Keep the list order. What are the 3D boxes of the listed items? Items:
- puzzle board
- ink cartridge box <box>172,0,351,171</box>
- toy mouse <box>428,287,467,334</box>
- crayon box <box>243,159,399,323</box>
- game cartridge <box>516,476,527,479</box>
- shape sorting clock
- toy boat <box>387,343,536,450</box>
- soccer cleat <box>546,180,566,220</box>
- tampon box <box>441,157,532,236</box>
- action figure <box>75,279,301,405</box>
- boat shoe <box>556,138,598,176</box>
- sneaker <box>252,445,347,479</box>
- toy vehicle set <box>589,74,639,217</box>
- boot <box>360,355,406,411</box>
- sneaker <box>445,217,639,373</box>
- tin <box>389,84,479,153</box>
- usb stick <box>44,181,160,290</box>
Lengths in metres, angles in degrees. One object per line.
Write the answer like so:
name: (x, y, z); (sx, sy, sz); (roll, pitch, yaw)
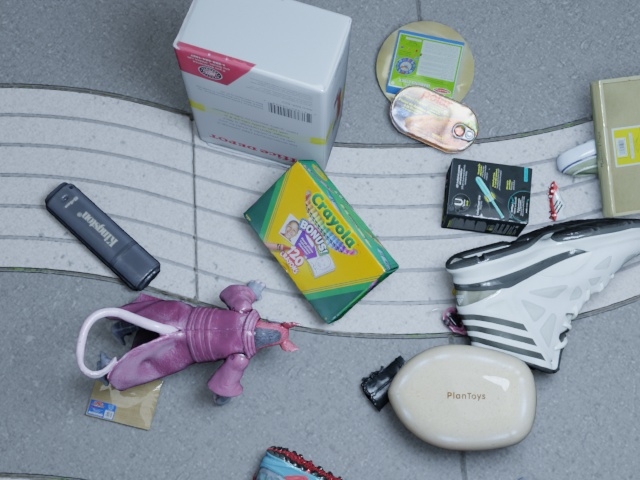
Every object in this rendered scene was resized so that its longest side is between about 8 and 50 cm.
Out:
puzzle board: (-0.377, 0.303, 1.740); (0.128, 0.011, 0.097); (13, 76, 4)
ink cartridge box: (-0.100, -0.297, 1.714); (0.279, 0.385, 0.161); (17, 72, 4)
toy mouse: (0.298, 0.150, 1.776); (0.160, 0.031, 0.143); (-17, 75, -5)
crayon box: (0.000, 0.000, 1.752); (0.165, 0.081, 0.278); (-43, 77, 22)
game cartridge: (0.374, 0.610, 1.643); (0.196, 0.060, 0.294); (-32, 77, -5)
shape sorting clock: (0.221, -0.363, 1.909); (0.206, 0.040, 0.206); (0, 79, 1)
toy boat: (0.249, 0.349, 1.643); (0.267, 0.148, 0.318); (6, 83, 13)
soccer cleat: (0.484, -0.080, 1.843); (0.035, 0.029, 0.083); (2, 78, -9)
tampon box: (0.329, -0.084, 1.803); (0.160, 0.101, 0.121); (8, 74, 2)
action figure: (-0.219, 0.159, 1.659); (0.370, 0.276, 0.248); (-5, 68, 12)
boat shoe: (0.630, -0.165, 1.827); (0.302, 0.109, 0.094); (-12, 77, -6)
sneaker: (-0.005, 0.489, 1.663); (0.261, 0.104, 0.125); (29, 94, 11)
toy vehicle set: (0.620, -0.187, 1.764); (0.165, 0.035, 0.267); (-7, 93, -15)
boot: (0.144, 0.290, 1.730); (0.099, 0.045, 0.121); (-35, 74, -9)
sneaker: (0.464, 0.108, 1.747); (0.447, 0.169, 0.258); (-14, 97, -16)
tin: (0.235, -0.250, 1.863); (0.189, 0.040, 0.106); (25, 102, 3)
usb stick: (-0.435, -0.008, 1.806); (0.278, 0.045, 0.077); (41, 79, 10)
